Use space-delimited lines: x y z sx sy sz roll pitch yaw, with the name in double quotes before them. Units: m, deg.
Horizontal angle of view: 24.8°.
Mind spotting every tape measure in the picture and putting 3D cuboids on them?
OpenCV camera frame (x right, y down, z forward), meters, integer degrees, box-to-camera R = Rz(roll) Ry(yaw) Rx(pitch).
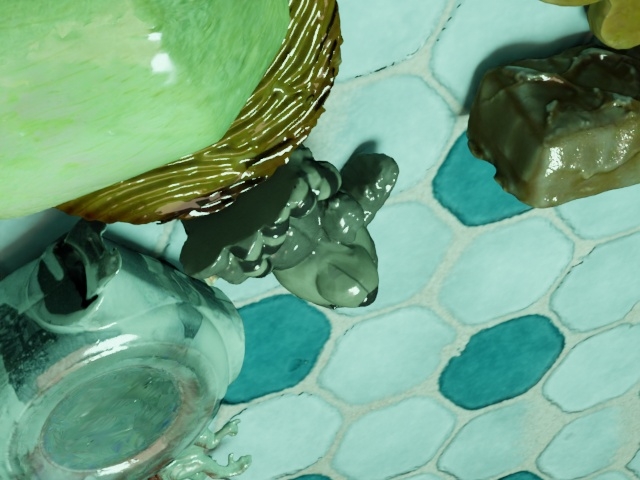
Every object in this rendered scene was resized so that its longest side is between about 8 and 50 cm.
"tape measure" -0.212 0.116 1.372 0.275 0.147 0.256 -45 140 14

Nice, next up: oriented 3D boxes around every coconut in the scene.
"coconut" -0.192 -0.171 0.940 0.329 0.281 0.328 -5 132 -6

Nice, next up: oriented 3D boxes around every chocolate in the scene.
"chocolate" 0.254 -0.121 1.385 0.214 0.148 0.093 -14 133 -20

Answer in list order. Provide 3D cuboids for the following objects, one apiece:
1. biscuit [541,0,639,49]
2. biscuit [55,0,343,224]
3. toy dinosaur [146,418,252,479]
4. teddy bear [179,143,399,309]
"biscuit" 0.299 -0.293 1.296 0.355 0.052 0.275 3 132 -31
"biscuit" -0.134 -0.144 1.174 0.318 0.040 0.317 -11 128 -14
"toy dinosaur" -0.167 0.251 1.616 0.167 0.053 0.242 8 129 -35
"teddy bear" -0.001 -0.014 1.358 0.251 0.144 0.171 22 106 -47
